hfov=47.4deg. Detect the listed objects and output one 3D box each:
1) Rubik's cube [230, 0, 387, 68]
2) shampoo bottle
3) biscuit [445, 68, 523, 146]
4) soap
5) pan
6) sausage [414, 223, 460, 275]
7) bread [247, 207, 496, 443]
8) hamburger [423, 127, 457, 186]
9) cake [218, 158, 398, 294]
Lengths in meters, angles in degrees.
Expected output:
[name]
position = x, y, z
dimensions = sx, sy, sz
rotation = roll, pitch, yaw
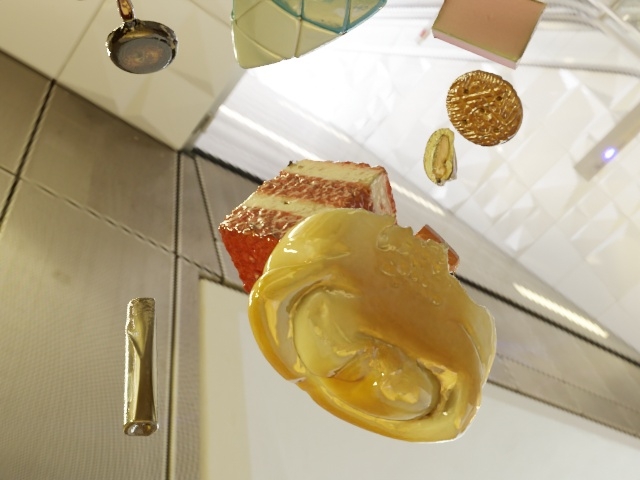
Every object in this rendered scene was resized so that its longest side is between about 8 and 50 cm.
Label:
[Rubik's cube]
position = -0.074, -0.378, 1.090
dimensions = 0.254, 0.254, 0.254
rotation = 34, -156, -18
[shampoo bottle]
position = -0.451, 0.307, 1.835
dimensions = 0.084, 0.126, 0.350
rotation = 7, -127, -23
[biscuit]
position = 0.366, -0.294, 1.646
dimensions = 0.188, 0.188, 0.027
rotation = 43, -128, 3
[soap]
position = 0.455, -0.594, 1.971
dimensions = 0.259, 0.181, 0.081
rotation = 26, -179, 14
[pan]
position = -0.290, -0.333, 1.136
dimensions = 0.212, 0.114, 0.040
rotation = 82, 175, -61
[sausage]
position = 0.356, 0.029, 2.179
dimensions = 0.169, 0.065, 0.065
rotation = 46, -157, 7
[bread]
position = 0.094, 0.142, 1.190
dimensions = 0.424, 0.329, 0.245
rotation = 37, -164, -8
[hamburger]
position = 0.325, -0.205, 1.960
dimensions = 0.102, 0.087, 0.176
rotation = 58, -149, -57
[cake]
position = 0.000, 0.000, 1.583
dimensions = 0.319, 0.269, 0.270
rotation = -44, -50, -34
